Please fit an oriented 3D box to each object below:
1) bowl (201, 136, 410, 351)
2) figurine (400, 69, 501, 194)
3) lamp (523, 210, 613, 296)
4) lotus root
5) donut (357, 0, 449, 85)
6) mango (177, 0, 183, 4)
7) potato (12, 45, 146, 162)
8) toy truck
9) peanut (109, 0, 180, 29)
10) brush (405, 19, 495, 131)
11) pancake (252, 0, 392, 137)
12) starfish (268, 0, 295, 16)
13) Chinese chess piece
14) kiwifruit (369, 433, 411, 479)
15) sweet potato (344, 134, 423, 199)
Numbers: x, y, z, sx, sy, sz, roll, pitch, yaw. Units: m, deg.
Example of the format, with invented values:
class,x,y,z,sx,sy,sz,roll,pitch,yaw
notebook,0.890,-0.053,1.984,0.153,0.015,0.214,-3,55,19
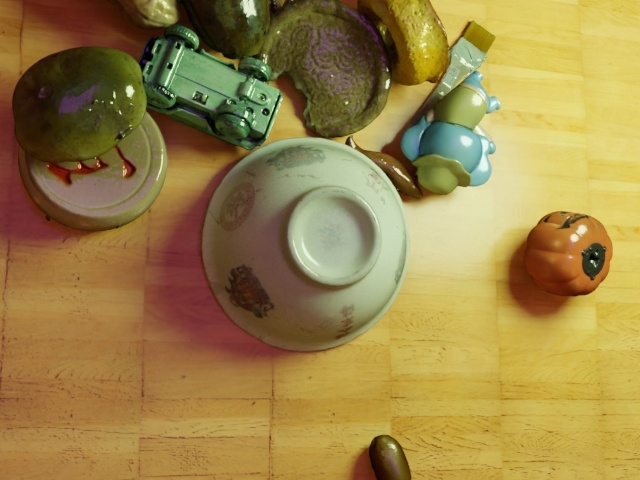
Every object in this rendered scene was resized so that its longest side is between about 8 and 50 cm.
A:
class,x,y,z,sx,sy,sz,roll,pitch,yaw
bowl,0.000,0.000,1.641,0.435,0.196,0.434,1,86,-15
figurine,0.293,-0.216,1.819,0.180,0.154,0.262,42,83,-33
lamp,0.522,0.028,1.851,0.188,0.164,0.187,-6,101,-35
lotus root,-0.183,-0.476,1.649,0.160,0.152,0.275,-38,125,-27
donut,0.173,-0.433,1.779,0.118,0.253,0.253,-32,91,-12
mango,-0.260,-0.544,1.730,0.117,0.089,0.163,41,71,-11
potato,-0.413,-0.236,1.491,0.228,0.148,0.197,-8,95,-21
toy truck,-0.219,-0.285,1.661,0.279,0.156,0.155,22,74,-13
peanut,-0.390,-0.507,1.640,0.305,0.147,0.147,36,71,1
brush,0.284,-0.348,1.910,0.085,0.020,0.336,36,72,-9
pancake,0.001,-0.350,1.762,0.286,0.033,0.288,-7,103,1
starfish,-0.070,-0.443,1.796,0.213,0.057,0.238,-22,106,-15
Chinese chess piece,-0.418,-0.149,1.601,0.273,0.102,0.273,3,80,-17
kiwifruit,0.137,0.441,1.691,0.075,0.075,0.124,-14,81,-20
sweet potato,0.134,-0.151,1.811,0.202,0.055,0.058,30,29,-7
